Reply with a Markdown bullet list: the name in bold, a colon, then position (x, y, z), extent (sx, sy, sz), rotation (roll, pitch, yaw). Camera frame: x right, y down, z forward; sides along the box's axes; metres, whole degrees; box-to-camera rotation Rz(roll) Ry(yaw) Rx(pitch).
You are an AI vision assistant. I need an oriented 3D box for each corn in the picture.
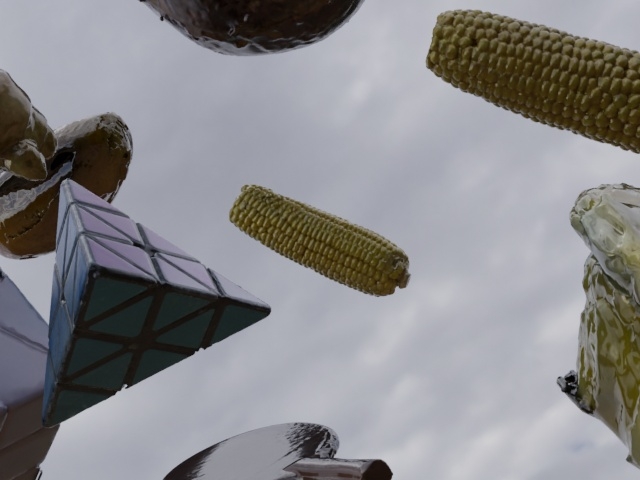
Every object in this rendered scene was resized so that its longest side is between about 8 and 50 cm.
- **corn**: position (0.224, -0.145, 1.311), extent (0.091, 0.260, 0.091), rotation (100, -169, -52)
- **corn**: position (0.000, 0.000, 1.521), extent (0.067, 0.206, 0.067), rotation (-64, -5, -10)

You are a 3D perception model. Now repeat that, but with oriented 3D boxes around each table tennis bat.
- **table tennis bat**: position (-0.040, 0.083, 0.803), extent (0.107, 0.119, 0.170), rotation (-27, 14, -38)

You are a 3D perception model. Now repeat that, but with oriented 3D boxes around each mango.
- **mango**: position (-0.337, -0.073, 1.836), extent (0.249, 0.156, 0.151), rotation (-41, -41, 24)

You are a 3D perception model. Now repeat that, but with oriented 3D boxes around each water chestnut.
- **water chestnut**: position (-0.058, -0.362, 1.609), extent (0.350, 0.350, 0.302), rotation (-41, -23, 14)

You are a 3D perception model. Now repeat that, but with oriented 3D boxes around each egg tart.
- **egg tart**: position (0.236, 0.090, 0.756), extent (0.315, 0.315, 0.120), rotation (17, -68, -51)

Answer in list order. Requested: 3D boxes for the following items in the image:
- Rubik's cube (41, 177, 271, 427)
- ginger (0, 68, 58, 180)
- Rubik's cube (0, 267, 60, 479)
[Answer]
- **Rubik's cube**: position (-0.180, 0.017, 1.140), extent (0.211, 0.190, 0.178), rotation (-31, -12, -6)
- **ginger**: position (-0.238, -0.093, 0.744), extent (0.213, 0.137, 0.074), rotation (3, -38, -40)
- **Rubik's cube**: position (-0.384, 0.142, 1.302), extent (0.221, 0.231, 0.224), rotation (-25, -24, -44)
